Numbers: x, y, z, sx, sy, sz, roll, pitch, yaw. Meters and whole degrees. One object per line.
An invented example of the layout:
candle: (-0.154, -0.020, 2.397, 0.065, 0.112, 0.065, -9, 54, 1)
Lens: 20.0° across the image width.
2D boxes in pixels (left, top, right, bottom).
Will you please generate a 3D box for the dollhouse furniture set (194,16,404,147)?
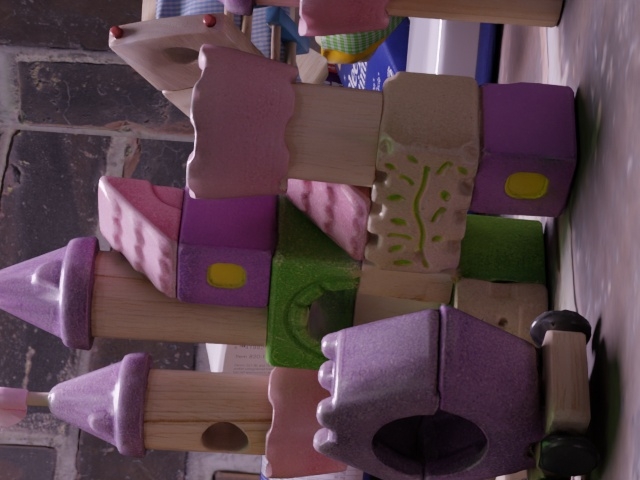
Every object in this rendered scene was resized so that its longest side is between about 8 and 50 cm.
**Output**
dollhouse furniture set: (0.058, -0.131, 1.333, 0.301, 0.151, 0.197, -56, -6, -7)

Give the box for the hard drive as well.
hard drive: (0.074, -0.025, 1.188, 0.210, 0.040, 0.318, -91, 5, -73)

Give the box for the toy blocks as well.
toy blocks: (-0.031, 0.031, 0.832, 0.288, 0.260, 0.309, 96, 178, -49)

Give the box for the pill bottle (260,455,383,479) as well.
pill bottle: (0.014, 0.151, 1.514, 0.123, 0.123, 0.219, -94, 9, -81)

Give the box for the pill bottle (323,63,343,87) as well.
pill bottle: (-0.007, -0.075, 1.806, 0.323, 0.182, 0.181, -91, 6, -73)

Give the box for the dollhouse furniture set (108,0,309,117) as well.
dollhouse furniture set: (0.000, -0.148, 0.958, 0.129, 0.184, 0.129, 39, -131, -63)

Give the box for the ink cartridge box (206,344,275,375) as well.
ink cartridge box: (0.000, 0.000, 1.079, 0.067, 0.115, 0.198, -104, 20, -48)

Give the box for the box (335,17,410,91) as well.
box: (0.048, -0.160, 1.572, 0.136, 0.037, 0.225, 95, 163, -47)
